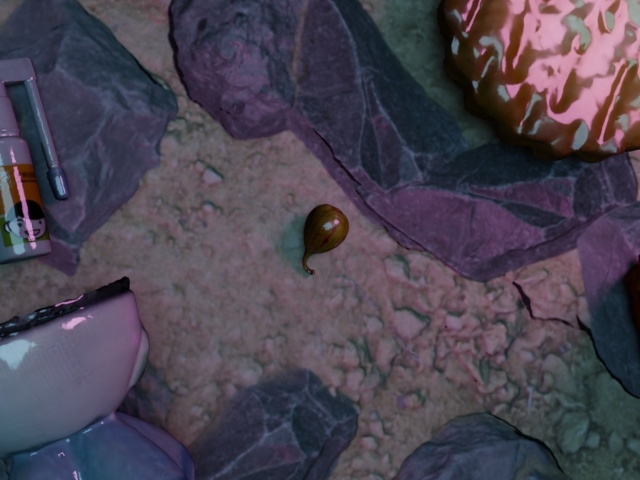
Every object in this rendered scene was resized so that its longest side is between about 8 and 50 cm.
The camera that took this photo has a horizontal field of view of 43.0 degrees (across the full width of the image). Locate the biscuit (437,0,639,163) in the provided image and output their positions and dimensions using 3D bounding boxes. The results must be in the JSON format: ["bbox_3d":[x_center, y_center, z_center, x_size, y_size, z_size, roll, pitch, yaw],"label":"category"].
[{"bbox_3d":[0.290,-0.249,0.937,0.326,0.107,0.326,0,91,-5],"label":"biscuit"}]

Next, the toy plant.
[{"bbox_3d":[-0.237,0.222,0.795,0.247,0.247,0.332,-21,93,-8],"label":"toy plant"}]

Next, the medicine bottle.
[{"bbox_3d":[-0.329,-0.090,0.877,0.092,0.061,0.221,-14,90,-32],"label":"medicine bottle"}]

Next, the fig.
[{"bbox_3d":[0.000,0.000,0.922,0.050,0.050,0.083,24,104,-6],"label":"fig"}]

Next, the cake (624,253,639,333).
[{"bbox_3d":[0.531,0.112,0.845,0.269,0.319,0.270,-16,89,-9],"label":"cake"}]
